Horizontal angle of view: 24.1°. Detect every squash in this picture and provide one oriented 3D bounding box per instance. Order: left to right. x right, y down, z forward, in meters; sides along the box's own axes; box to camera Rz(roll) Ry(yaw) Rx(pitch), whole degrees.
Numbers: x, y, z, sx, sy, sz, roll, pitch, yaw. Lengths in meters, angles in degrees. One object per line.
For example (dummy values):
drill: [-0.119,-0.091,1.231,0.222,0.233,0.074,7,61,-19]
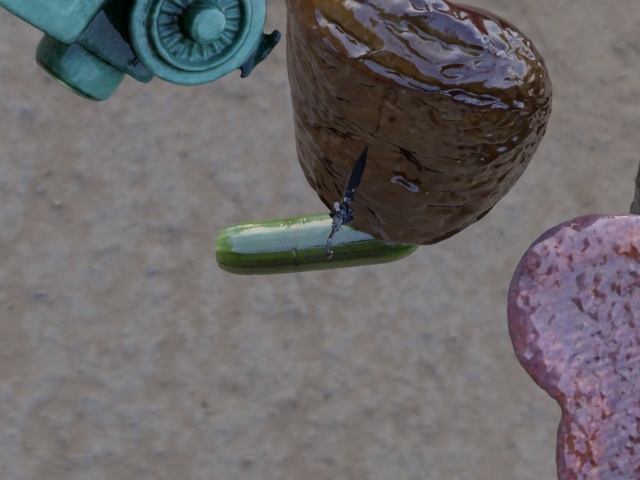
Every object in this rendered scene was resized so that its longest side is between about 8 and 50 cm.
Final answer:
squash: [0.000,0.000,1.611,0.228,0.066,0.066,-5,79,9]

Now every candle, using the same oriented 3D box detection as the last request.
candle: [0.317,0.116,1.294,0.131,0.287,0.317,21,52,-64]

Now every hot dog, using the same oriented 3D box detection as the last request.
hot dog: [0.072,-0.144,1.375,0.267,0.387,0.174,35,71,13]

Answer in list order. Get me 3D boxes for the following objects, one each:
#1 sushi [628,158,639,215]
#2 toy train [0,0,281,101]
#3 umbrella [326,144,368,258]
sushi: [0.368,-0.019,1.488,0.124,0.225,0.127,-1,47,3]
toy train: [-0.034,-0.118,0.394,0.099,0.070,0.172,30,102,-38]
umbrella: [0.023,-0.039,1.238,0.149,0.022,0.022,-72,162,-45]
